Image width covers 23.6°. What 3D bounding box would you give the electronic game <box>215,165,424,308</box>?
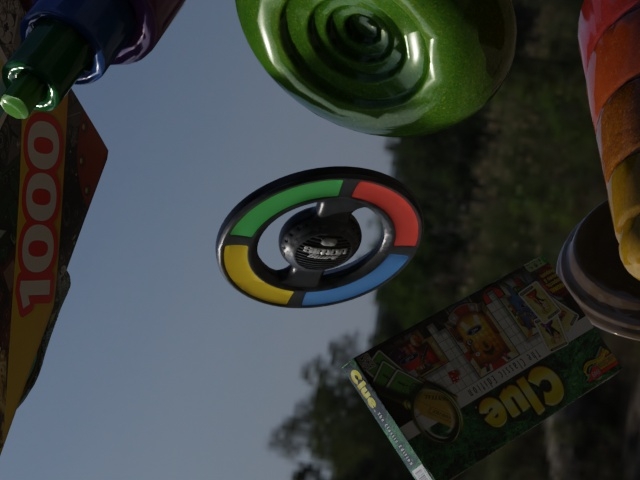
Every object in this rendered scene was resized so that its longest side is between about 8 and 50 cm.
[{"bbox_3d":[0.000,0.000,1.663,0.229,0.229,0.048,93,169,-51],"label":"electronic game"}]

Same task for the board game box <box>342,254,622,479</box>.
[{"bbox_3d":[0.153,0.117,1.397,0.260,0.136,0.030,-26,-11,-37],"label":"board game box"}]

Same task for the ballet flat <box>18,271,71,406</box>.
[{"bbox_3d":[-0.305,0.103,1.601,0.070,0.070,0.188,71,-141,-79],"label":"ballet flat"}]

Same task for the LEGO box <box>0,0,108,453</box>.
[{"bbox_3d":[-0.351,0.031,0.976,0.372,0.193,0.500,66,-147,-53],"label":"LEGO box"}]

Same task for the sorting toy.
[{"bbox_3d":[0.025,-0.056,0.614,0.127,0.365,0.126,80,-151,-45],"label":"sorting toy"}]

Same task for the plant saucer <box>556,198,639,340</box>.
[{"bbox_3d":[0.402,0.012,1.714,0.278,0.278,0.041,-74,-25,-51],"label":"plant saucer"}]

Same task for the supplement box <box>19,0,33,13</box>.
[{"bbox_3d":[-0.379,-0.161,1.557,0.129,0.191,0.194,117,148,-71],"label":"supplement box"}]
